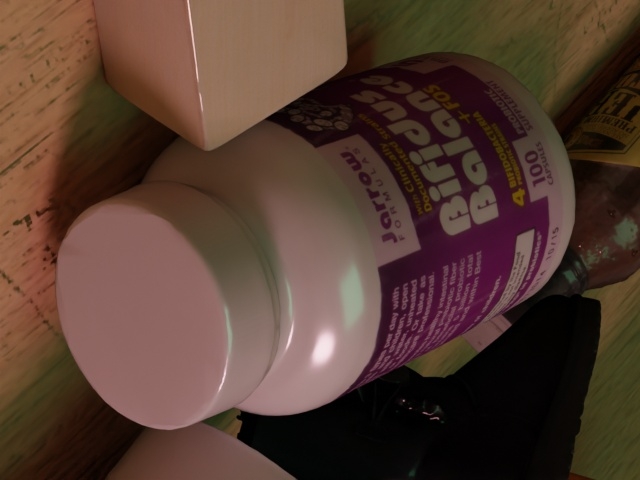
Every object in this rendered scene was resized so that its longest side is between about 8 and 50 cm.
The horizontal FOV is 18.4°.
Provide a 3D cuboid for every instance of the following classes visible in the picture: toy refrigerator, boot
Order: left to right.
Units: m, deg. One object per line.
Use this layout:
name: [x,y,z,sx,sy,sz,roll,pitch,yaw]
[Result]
toy refrigerator: [-0.061,-0.188,0.963,0.102,0.094,0.269,-34,139,-28]
boot: [0.064,0.087,1.261,0.246,0.207,0.094,-65,171,-56]

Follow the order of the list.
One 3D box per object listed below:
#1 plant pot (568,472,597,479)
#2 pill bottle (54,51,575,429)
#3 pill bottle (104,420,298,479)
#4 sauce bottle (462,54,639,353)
plant pot: [0.227,0.284,1.660,0.205,0.188,0.205,-35,139,-38]
pill bottle: [0.000,0.000,1.119,0.301,0.169,0.169,-23,132,-48]
pill bottle: [-0.136,0.302,1.098,0.392,0.224,0.224,-51,147,-17]
sauce bottle: [0.227,-0.045,1.481,0.344,0.111,0.111,-46,146,-27]
